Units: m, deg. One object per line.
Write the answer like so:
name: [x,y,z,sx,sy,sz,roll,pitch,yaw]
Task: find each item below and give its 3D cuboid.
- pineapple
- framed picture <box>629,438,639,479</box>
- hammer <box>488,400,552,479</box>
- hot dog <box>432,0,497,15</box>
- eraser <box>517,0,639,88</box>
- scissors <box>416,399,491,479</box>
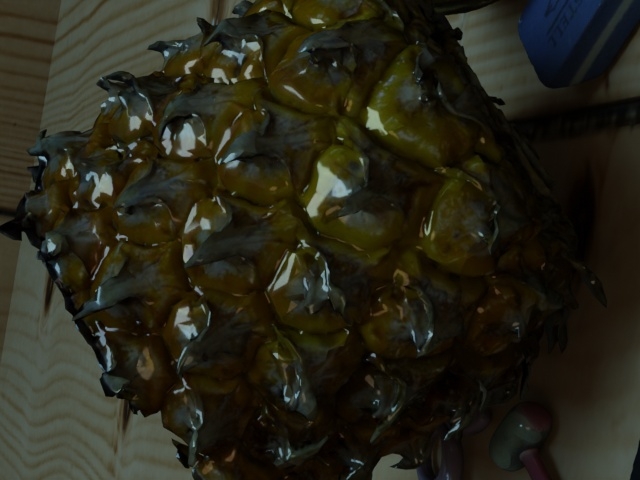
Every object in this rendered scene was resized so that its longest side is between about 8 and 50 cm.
pineapple: [0.001,0.001,0.891,0.300,0.352,0.352,-31,40,8]
framed picture: [0.266,0.036,0.681,0.255,0.014,0.338,24,102,65]
hammer: [0.141,0.149,0.891,0.052,0.031,0.083,-65,34,37]
hot dog: [0.131,-0.271,0.984,0.259,0.114,0.175,-63,29,19]
eraser: [0.205,-0.203,0.886,0.082,0.036,0.225,-103,33,-45]
scissors: [0.075,0.108,1.061,0.110,0.021,0.212,-68,27,19]
